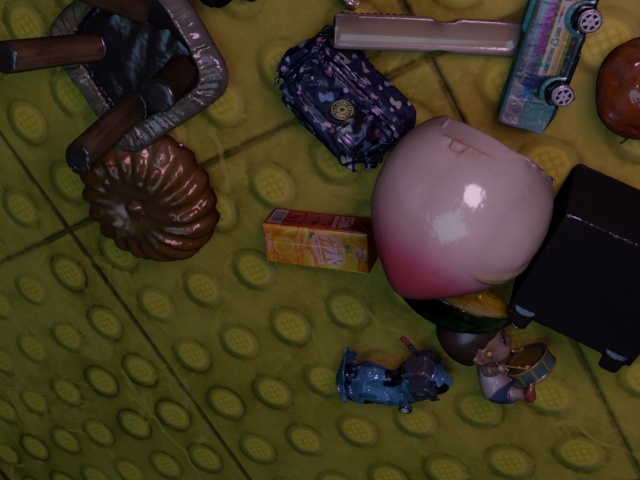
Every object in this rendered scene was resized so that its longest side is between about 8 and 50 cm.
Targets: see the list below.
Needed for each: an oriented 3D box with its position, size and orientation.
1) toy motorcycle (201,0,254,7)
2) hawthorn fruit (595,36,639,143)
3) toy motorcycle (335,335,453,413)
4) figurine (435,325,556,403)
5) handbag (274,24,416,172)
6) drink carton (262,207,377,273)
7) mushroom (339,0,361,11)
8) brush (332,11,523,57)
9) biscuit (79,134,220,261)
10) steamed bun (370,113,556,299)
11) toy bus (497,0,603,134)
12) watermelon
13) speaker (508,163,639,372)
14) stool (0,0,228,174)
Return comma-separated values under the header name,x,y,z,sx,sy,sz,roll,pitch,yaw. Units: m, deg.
name,x,y,z,sx,sy,sz,roll,pitch,yaw
toy motorcycle,-0.113,-0.541,1.145,0.207,0.134,0.401,19,133,12
hawthorn fruit,0.486,-0.206,1.092,0.149,0.149,0.189,2,120,23
toy motorcycle,0.141,0.298,1.584,0.272,0.123,0.182,-16,134,33
figurine,0.319,0.185,1.413,0.158,0.161,0.275,-38,103,12
handbag,0.039,-0.240,1.289,0.260,0.113,0.162,45,132,-16
drink carton,0.000,0.000,1.481,0.223,0.071,0.096,6,122,20
mushroom,0.110,-0.450,1.146,0.116,0.093,0.225,51,137,5
brush,0.181,-0.336,1.186,0.321,0.050,0.060,4,124,4
biscuit,-0.378,-0.084,1.581,0.326,0.107,0.325,10,125,14
steamed bun,0.208,-0.029,1.201,0.309,0.309,0.309,11,124,17
toy bus,0.352,-0.294,1.121,0.109,0.091,0.261,14,124,5
watermelon,0.210,0.068,1.342,0.301,0.129,0.123,49,160,22
speaker,0.472,0.049,1.233,0.232,0.184,0.254,25,130,8
stool,-0.377,-0.322,1.323,0.310,0.226,0.310,-30,98,26
